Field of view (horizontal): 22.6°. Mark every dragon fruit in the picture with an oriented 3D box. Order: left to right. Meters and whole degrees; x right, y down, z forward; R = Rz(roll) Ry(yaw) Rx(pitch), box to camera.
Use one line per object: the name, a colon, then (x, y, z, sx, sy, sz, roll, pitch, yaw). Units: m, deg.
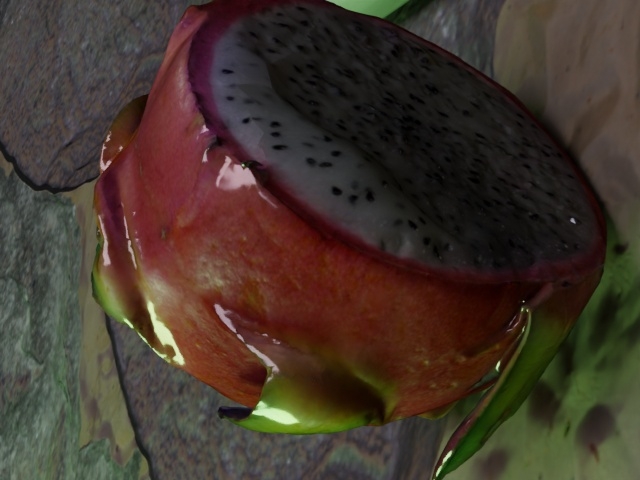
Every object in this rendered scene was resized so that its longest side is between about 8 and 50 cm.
dragon fruit: (0.000, 0.000, 0.912, 0.189, 0.290, 0.291, -57, 33, 29)

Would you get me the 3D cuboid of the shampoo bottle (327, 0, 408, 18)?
shampoo bottle: (0.030, -0.225, 1.176, 0.284, 0.071, 0.153, -35, 46, 47)
